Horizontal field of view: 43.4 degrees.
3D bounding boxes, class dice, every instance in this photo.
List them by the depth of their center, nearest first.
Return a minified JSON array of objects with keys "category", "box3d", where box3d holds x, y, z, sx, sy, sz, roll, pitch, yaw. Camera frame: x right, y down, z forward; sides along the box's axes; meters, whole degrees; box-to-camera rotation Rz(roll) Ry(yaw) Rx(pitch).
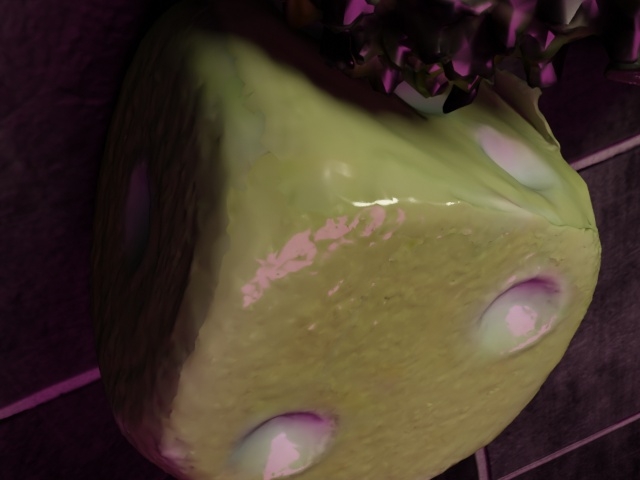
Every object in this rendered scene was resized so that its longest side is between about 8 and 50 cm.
[{"category":"dice","box3d":[0.000,0.000,0.520,0.249,0.252,0.255,5,128,-29]}]

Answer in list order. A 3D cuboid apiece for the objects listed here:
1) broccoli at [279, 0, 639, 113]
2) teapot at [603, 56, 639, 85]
[{"category":"broccoli","box3d":[0.083,-0.239,0.397,0.293,0.348,0.280,-4,180,28]},{"category":"teapot","box3d":[0.272,-0.171,0.597,0.165,0.130,0.119,-3,102,-59]}]
